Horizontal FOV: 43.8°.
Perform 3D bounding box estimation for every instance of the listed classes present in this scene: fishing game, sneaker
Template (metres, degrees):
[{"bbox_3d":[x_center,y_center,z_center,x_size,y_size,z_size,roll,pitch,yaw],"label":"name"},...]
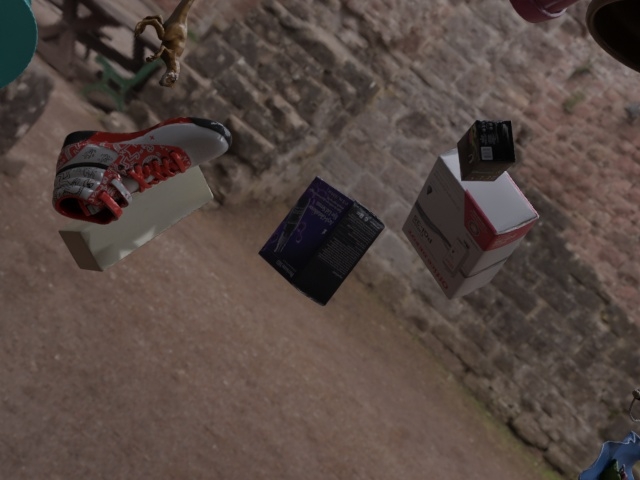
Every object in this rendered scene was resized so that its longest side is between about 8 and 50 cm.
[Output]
[{"bbox_3d":[0.295,0.285,0.833,0.041,0.264,0.189,27,-5,39],"label":"fishing game"},{"bbox_3d":[-0.265,-0.096,1.175,0.090,0.269,0.145,72,17,-55],"label":"sneaker"}]

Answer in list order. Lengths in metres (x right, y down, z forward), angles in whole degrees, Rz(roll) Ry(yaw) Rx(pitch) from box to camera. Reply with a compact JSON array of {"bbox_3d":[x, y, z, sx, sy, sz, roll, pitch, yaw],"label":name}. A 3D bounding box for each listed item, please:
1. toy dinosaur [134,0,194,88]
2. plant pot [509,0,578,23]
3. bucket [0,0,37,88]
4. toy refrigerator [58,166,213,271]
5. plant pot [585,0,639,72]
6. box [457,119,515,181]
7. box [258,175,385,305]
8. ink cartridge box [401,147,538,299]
[{"bbox_3d":[-0.252,-0.361,1.358,0.112,0.212,0.064,15,-4,-5],"label":"toy dinosaur"},{"bbox_3d":[0.517,-0.584,1.697,0.201,0.201,0.180,37,-27,-34],"label":"plant pot"},{"bbox_3d":[-0.634,-0.398,1.379,0.281,0.281,0.183,32,18,-53],"label":"bucket"},{"bbox_3d":[-0.341,-0.046,1.498,0.102,0.269,0.094,2,-57,50],"label":"toy refrigerator"},{"bbox_3d":[0.525,-0.354,1.060,0.263,0.229,0.263,26,-3,1],"label":"plant pot"},{"bbox_3d":[0.227,-0.122,1.093,0.052,0.062,0.083,0,-14,-8],"label":"box"},{"bbox_3d":[0.000,0.000,1.592,0.108,0.207,0.153,37,-1,-39],"label":"box"},{"bbox_3d":[0.299,-0.034,1.646,0.207,0.117,0.283,58,-25,22],"label":"ink cartridge box"}]
